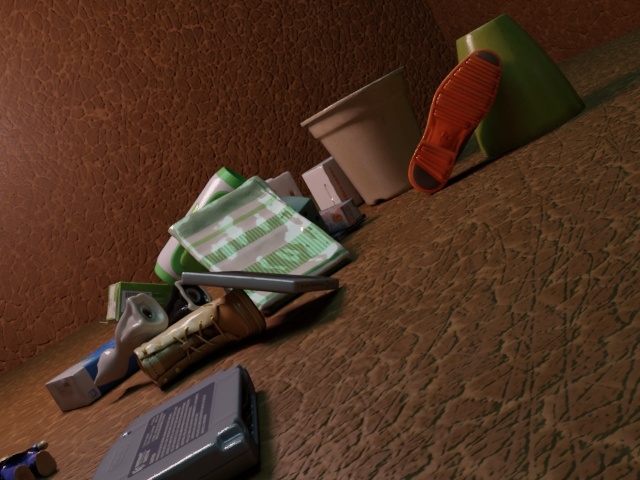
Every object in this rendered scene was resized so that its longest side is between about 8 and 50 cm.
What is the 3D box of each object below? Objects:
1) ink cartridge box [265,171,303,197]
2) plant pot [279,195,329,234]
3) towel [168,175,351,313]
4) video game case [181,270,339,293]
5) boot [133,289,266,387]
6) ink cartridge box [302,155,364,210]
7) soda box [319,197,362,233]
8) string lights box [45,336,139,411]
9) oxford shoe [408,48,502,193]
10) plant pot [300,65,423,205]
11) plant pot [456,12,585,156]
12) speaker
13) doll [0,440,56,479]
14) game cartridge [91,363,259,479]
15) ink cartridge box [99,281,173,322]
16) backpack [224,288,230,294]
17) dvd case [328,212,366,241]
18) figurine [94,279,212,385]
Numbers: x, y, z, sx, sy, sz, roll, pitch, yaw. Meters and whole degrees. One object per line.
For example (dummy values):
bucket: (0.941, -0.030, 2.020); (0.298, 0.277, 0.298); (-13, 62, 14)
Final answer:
ink cartridge box: (-0.204, -0.056, 2.441); (0.353, 0.207, 0.119); (-34, 10, -38)
plant pot: (-0.111, -0.010, 1.935); (0.234, 0.165, 0.165); (-14, 24, 35)
towel: (-0.129, 0.002, 1.621); (0.248, 0.325, 0.038); (-33, -36, -25)
video game case: (-0.100, 0.071, 1.347); (0.212, 0.023, 0.193); (3, 0, 23)
boot: (-0.218, 0.174, 1.366); (0.203, 0.095, 0.262); (-32, 6, -25)
ink cartridge box: (0.077, -0.191, 2.441); (0.100, 0.172, 0.237); (-22, 10, 44)
soda box: (0.017, -0.049, 2.001); (0.183, 0.058, 0.063); (-20, 13, 44)
string lights box: (-0.460, 0.268, 1.716); (0.133, 0.076, 0.260); (-22, 10, 44)
oxford shoe: (0.318, -0.290, 1.864); (0.363, 0.130, 0.133); (-61, -6, 14)
plant pot: (0.160, -0.280, 2.211); (0.334, 0.305, 0.334); (-28, 7, 4)
plant pot: (0.465, -0.401, 1.934); (0.275, 0.293, 0.275); (-29, 7, 4)
speaker: (-0.266, -0.023, 1.828); (0.296, 0.131, 0.131); (-55, 5, 7)
doll: (-0.497, 0.372, 1.265); (0.129, 0.046, 0.189); (-33, 9, -35)
game cartridge: (-0.167, 0.240, 0.903); (0.196, 0.060, 0.294); (-26, 7, -2)
ink cartridge box: (-0.447, 0.166, 1.964); (0.189, 0.097, 0.255); (5, -9, -25)
backpack: (-0.172, 0.040, 1.741); (0.166, 0.188, 0.144); (-32, 8, -17)
dvd case: (0.000, 0.000, 2.036); (0.221, 0.018, 0.164); (-23, 11, 35)
figurine: (-0.340, 0.193, 1.537); (0.209, 0.092, 0.215); (-54, -18, 28)
